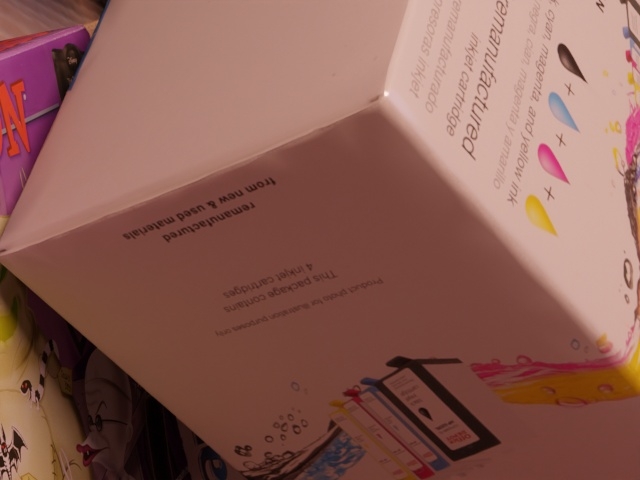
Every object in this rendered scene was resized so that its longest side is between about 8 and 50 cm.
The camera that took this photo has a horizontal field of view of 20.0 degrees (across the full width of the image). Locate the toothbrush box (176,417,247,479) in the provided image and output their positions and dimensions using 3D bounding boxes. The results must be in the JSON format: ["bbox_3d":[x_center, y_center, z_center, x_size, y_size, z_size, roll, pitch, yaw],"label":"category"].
[{"bbox_3d":[0.050,0.081,0.874,0.295,0.126,0.216,0,74,-54],"label":"toothbrush box"}]

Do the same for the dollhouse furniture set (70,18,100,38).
[{"bbox_3d":[-0.110,-0.132,0.875,0.301,0.151,0.197,-145,-142,-75],"label":"dollhouse furniture set"}]

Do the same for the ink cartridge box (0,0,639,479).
[{"bbox_3d":[0.043,-0.007,0.651,0.232,0.168,0.171,45,42,-31],"label":"ink cartridge box"}]

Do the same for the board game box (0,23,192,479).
[{"bbox_3d":[-0.126,0.056,0.575,0.347,0.056,0.208,-51,126,-71],"label":"board game box"}]
